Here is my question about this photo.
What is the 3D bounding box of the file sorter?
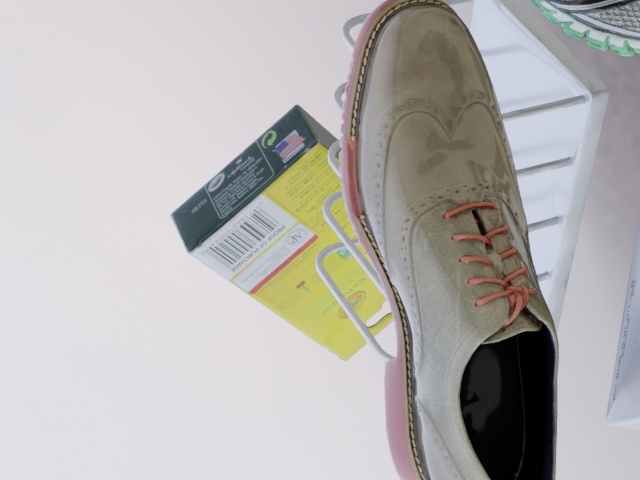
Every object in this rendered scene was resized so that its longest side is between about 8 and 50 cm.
[{"bbox_3d":[0.111,-0.055,1.529,0.173,0.277,0.193,-14,-137,-23],"label":"file sorter"}]

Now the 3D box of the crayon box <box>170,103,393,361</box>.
[{"bbox_3d":[0.000,0.000,2.045,0.318,0.202,0.081,39,-165,-44],"label":"crayon box"}]

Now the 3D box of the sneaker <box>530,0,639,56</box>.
[{"bbox_3d":[0.186,-0.232,1.266,0.344,0.134,0.146,16,172,-12],"label":"sneaker"}]

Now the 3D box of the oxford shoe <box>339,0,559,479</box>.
[{"bbox_3d":[0.102,0.012,1.107,0.130,0.123,0.348,10,113,64],"label":"oxford shoe"}]

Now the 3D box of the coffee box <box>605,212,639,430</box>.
[{"bbox_3d":[0.366,0.073,1.188,0.119,0.297,0.168,131,150,-77],"label":"coffee box"}]
